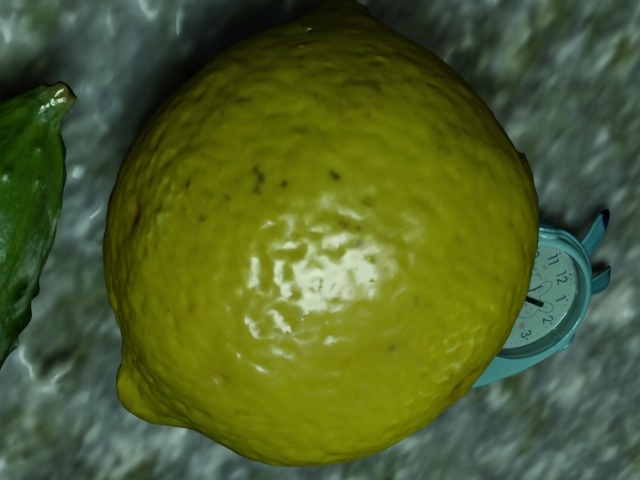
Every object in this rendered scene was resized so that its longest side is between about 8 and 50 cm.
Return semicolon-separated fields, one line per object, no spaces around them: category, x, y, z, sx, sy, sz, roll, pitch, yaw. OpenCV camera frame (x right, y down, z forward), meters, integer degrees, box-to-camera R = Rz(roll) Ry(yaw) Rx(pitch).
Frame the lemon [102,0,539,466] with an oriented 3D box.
lemon;-0.005;0.007;0.716;0.228;0.228;0.253;27;108;-27

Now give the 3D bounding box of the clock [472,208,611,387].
clock;0.136;0.031;0.878;0.147;0.045;0.108;-19;121;-9

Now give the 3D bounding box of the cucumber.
cucumber;-0.206;0.014;0.715;0.134;0.134;0.244;30;99;-28
